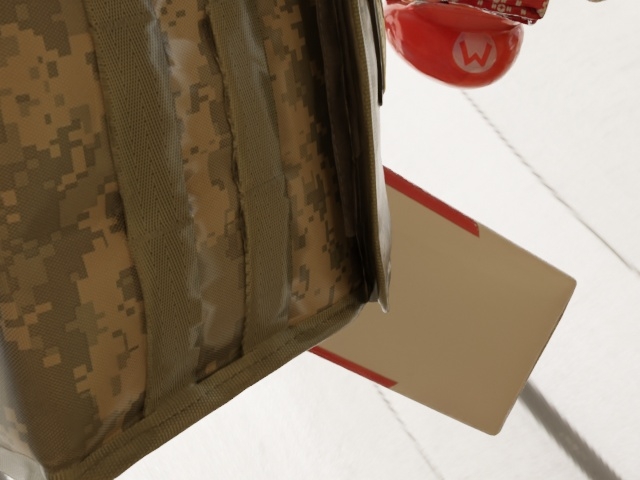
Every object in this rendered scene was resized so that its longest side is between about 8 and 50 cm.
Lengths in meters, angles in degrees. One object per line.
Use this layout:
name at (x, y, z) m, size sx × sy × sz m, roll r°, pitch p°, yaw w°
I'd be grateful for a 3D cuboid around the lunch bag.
lunch bag at (-0.063, -0.068, 0.477) m, size 0.287 × 0.169 × 0.235 m, roll -28°, pitch -62°, yaw -46°

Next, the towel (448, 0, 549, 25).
towel at (0.046, -0.253, 0.748) m, size 0.275 × 0.031 × 0.199 m, roll 17°, pitch -104°, yaw 19°

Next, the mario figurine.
mario figurine at (0.122, -0.274, 0.855) m, size 0.198 × 0.170 × 0.320 m, roll 0°, pitch -97°, yaw 34°

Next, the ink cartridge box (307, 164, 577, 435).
ink cartridge box at (0.000, 0.000, 0.838) m, size 0.226 × 0.306 × 0.131 m, roll 26°, pitch -87°, yaw -32°
